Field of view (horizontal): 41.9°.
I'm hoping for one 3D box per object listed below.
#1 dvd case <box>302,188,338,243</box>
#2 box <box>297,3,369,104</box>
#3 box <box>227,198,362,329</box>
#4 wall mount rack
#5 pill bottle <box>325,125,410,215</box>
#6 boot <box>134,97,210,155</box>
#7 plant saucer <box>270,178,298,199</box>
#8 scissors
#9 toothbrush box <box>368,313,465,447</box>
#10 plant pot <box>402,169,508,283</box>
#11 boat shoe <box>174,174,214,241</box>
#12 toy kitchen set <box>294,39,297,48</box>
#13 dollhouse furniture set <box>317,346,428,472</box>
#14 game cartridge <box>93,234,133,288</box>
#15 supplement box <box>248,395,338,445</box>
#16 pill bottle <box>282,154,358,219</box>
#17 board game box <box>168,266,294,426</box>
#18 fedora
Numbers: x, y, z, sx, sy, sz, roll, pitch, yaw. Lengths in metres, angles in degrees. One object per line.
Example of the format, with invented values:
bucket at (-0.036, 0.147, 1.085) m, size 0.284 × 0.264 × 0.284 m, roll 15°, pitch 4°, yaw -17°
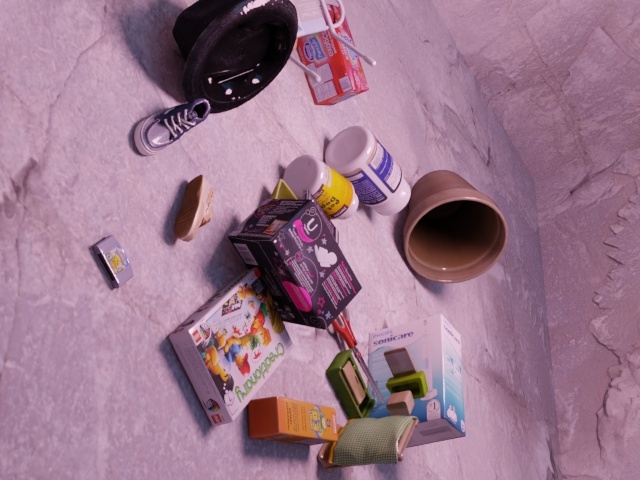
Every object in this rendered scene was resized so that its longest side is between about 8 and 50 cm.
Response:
dvd case at (0.000, 0.000, 2.005) m, size 0.221 × 0.018 × 0.164 m, roll 51°, pitch 34°, yaw -55°
box at (0.025, -0.522, 2.361) m, size 0.122 × 0.128 × 0.257 m, roll -19°, pitch 90°, yaw -63°
box at (-0.052, 0.046, 1.779) m, size 0.142 × 0.163 × 0.247 m, roll -45°, pitch 120°, yaw -29°
wall mount rack at (-0.020, -0.553, 2.156) m, size 0.350 × 0.130 × 0.304 m, roll -24°, pitch 94°, yaw -37°
pill bottle at (0.140, -0.188, 2.345) m, size 0.265 × 0.153 × 0.153 m, roll 43°, pitch 38°, yaw -44°
boot at (-0.288, -0.230, 1.638) m, size 0.069 × 0.086 × 0.190 m, roll 61°, pitch 29°, yaw -20°
plant saucer at (-0.076, -0.016, 1.950) m, size 0.188 × 0.045 × 0.188 m, roll 53°, pitch 33°, yaw -34°
scissors at (0.078, 0.267, 2.054) m, size 0.109 × 0.021 × 0.297 m, roll 6°, pitch 61°, yaw -66°
toothbrush box at (0.241, 0.360, 2.128) m, size 0.126 × 0.216 × 0.295 m, roll 45°, pitch 36°, yaw -42°
plant pot at (0.399, -0.075, 2.646) m, size 0.323 × 0.323 × 0.280 m, roll 52°, pitch 17°, yaw -34°
boat shoe at (-0.239, -0.057, 1.648) m, size 0.059 × 0.063 × 0.170 m, roll 45°, pitch 36°, yaw -33°
toy kitchen set at (-0.111, -0.561, 2.248) m, size 0.068 × 0.075 × 0.083 m, roll -25°, pitch 58°, yaw -28°
dollhouse furniture set at (0.107, 0.367, 1.888) m, size 0.151 × 0.197 × 0.301 m, roll 66°, pitch 27°, yaw -13°
game cartridge at (-0.352, 0.035, 1.432) m, size 0.083 × 0.017 × 0.056 m, roll 65°, pitch 24°, yaw -14°
supplement box at (-0.053, 0.372, 1.719) m, size 0.233 × 0.080 × 0.078 m, roll 28°, pitch 52°, yaw -57°
pill bottle at (0.008, -0.124, 2.094) m, size 0.215 × 0.117 × 0.117 m, roll 29°, pitch 49°, yaw -53°
board game box at (-0.165, 0.199, 1.640) m, size 0.193 × 0.053 × 0.305 m, roll 66°, pitch 27°, yaw -12°
fedora at (-0.205, -0.431, 1.805) m, size 0.152 × 0.334 × 0.334 m, roll 43°, pitch 20°, yaw 19°
